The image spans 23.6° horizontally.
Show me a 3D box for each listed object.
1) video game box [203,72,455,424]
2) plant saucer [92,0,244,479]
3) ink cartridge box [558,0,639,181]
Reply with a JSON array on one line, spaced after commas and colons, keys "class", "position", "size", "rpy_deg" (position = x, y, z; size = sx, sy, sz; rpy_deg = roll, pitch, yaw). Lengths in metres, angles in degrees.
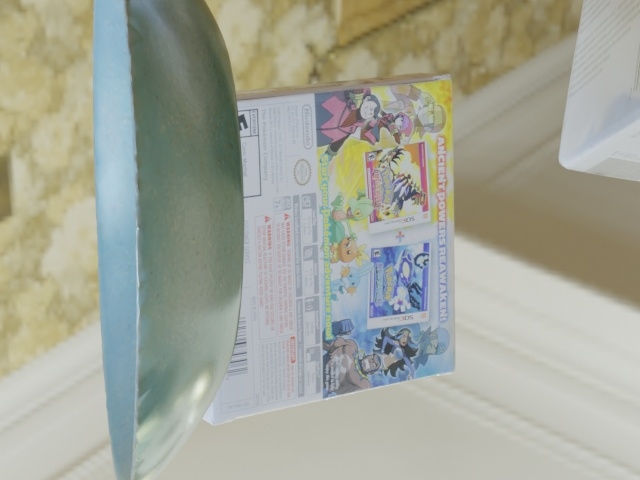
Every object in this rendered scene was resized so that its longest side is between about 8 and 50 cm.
[{"class": "video game box", "position": [0.000, 0.000, 0.985], "size": [0.187, 0.205, 0.048], "rpy_deg": [-8, -166, -27]}, {"class": "plant saucer", "position": [-0.050, -0.013, 0.493], "size": [0.037, 0.195, 0.195], "rpy_deg": [-2, -148, -10]}, {"class": "ink cartridge box", "position": [0.179, -0.161, 0.730], "size": [0.060, 0.238, 0.275], "rpy_deg": [10, 176, 0]}]
